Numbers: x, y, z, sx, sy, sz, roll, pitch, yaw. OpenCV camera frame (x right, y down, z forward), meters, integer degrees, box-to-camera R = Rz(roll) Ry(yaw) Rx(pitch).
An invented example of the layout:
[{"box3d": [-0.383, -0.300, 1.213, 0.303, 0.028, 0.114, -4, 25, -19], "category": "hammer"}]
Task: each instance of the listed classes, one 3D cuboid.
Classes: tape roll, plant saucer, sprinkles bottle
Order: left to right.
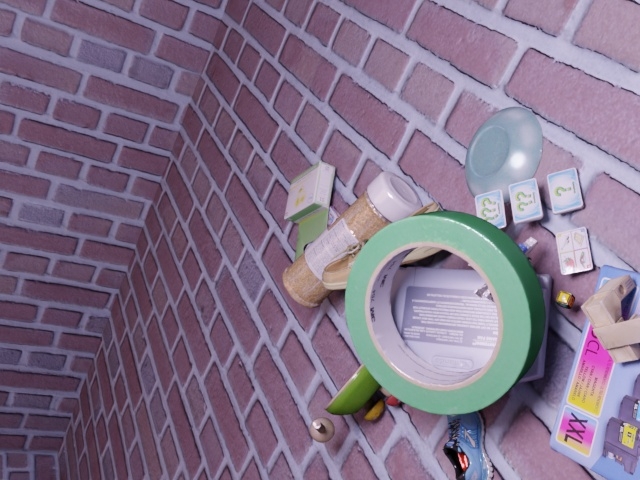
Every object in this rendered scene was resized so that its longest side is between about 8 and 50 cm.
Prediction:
[{"box3d": [0.064, 0.005, 1.562, 0.355, 0.121, 0.121, -45, 42, 28], "category": "sprinkles bottle"}, {"box3d": [0.193, 0.115, 1.132, 0.321, 0.077, 0.321, 6, 101, 34], "category": "tape roll"}, {"box3d": [0.330, -0.164, 1.327, 0.195, 0.037, 0.195, -30, 53, 50], "category": "plant saucer"}]

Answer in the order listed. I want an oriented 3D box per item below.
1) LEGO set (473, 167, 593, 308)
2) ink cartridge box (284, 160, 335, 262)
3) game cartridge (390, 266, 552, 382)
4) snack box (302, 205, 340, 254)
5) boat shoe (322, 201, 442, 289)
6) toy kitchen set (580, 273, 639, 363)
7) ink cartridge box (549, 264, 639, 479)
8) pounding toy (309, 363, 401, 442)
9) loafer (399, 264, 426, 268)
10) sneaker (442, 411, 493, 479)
[{"box3d": [0.342, 0.001, 1.154, 0.182, 0.060, 0.244, -15, 60, 28], "category": "LEGO set"}, {"box3d": [-0.036, -0.070, 1.841, 0.171, 0.056, 0.235, -25, 50, 58], "category": "ink cartridge box"}, {"box3d": [0.243, 0.149, 1.223, 0.297, 0.062, 0.198, 2, 82, 31], "category": "game cartridge"}, {"box3d": [0.000, 0.000, 1.814, 0.178, 0.022, 0.064, -62, 32, 23], "category": "snack box"}, {"box3d": [0.123, 0.012, 1.418, 0.285, 0.089, 0.104, -25, 20, 11], "category": "boat shoe"}, {"box3d": [0.384, 0.093, 0.862, 0.083, 0.075, 0.068, 59, 145, -1], "category": "toy kitchen set"}, {"box3d": [0.493, 0.204, 0.815, 0.395, 0.151, 0.270, 19, 94, 58], "category": "ink cartridge box"}, {"box3d": [0.090, 0.332, 1.443, 0.237, 0.110, 0.183, -47, -9, -18], "category": "pounding toy"}, {"box3d": [0.178, 0.098, 1.447, 0.302, 0.095, 0.109, 7, 115, 63], "category": "loafer"}, {"box3d": [0.247, 0.347, 1.227, 0.063, 0.073, 0.162, -47, 42, 40], "category": "sneaker"}]
